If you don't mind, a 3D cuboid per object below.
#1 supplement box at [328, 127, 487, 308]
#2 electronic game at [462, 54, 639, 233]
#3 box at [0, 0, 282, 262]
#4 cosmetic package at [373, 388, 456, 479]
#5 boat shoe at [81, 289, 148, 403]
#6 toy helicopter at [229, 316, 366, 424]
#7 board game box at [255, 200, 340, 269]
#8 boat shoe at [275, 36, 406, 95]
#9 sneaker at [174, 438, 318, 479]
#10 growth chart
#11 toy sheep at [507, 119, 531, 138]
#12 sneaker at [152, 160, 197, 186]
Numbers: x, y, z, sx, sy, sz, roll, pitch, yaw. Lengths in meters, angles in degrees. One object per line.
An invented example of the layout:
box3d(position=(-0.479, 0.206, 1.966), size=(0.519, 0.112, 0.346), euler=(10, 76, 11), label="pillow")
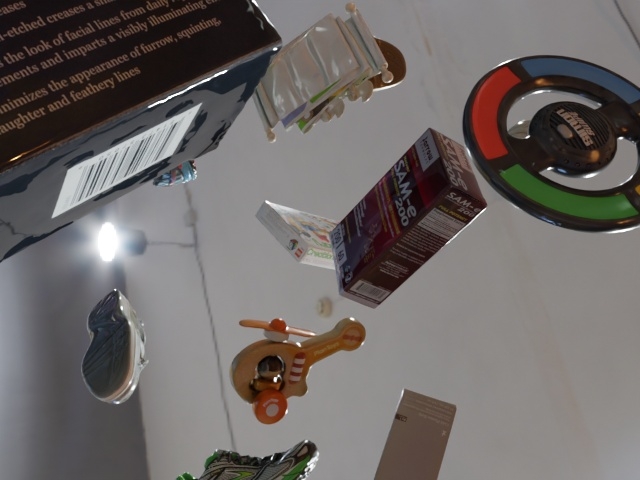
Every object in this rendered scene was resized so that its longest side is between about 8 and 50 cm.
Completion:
box3d(position=(0.114, -0.027, 1.011), size=(0.239, 0.073, 0.130), euler=(-47, -146, 31), label="supplement box")
box3d(position=(0.258, -0.105, 0.731), size=(0.048, 0.229, 0.229), euler=(101, -27, -57), label="electronic game")
box3d(position=(-0.285, -0.220, 0.619), size=(0.395, 0.293, 0.212), euler=(54, -34, 2), label="box")
box3d(position=(0.193, 0.450, 1.498), size=(0.107, 0.127, 0.238), euler=(96, 14, -49), label="cosmetic package")
box3d(position=(-0.372, 0.203, 1.340), size=(0.118, 0.103, 0.320), euler=(-43, -152, 0), label="boat shoe")
box3d(position=(-0.054, 0.265, 1.726), size=(0.140, 0.355, 0.235), euler=(31, -41, 62), label="toy helicopter")
box3d(position=(0.000, 0.000, 1.791), size=(0.193, 0.305, 0.053), euler=(45, -70, 35), label="board game box")
box3d(position=(0.020, -0.327, 1.383), size=(0.098, 0.302, 0.109), euler=(169, -90, -69), label="boat shoe")
box3d(position=(-0.163, 0.488, 1.472), size=(0.343, 0.134, 0.146), euler=(-26, -105, 9), label="sneaker")
box3d(position=(-0.012, -0.247, 1.078), size=(0.237, 0.021, 0.172), euler=(-25, -110, 26), label="growth chart")
box3d(position=(0.360, -0.164, 1.242), size=(0.091, 0.132, 0.091), euler=(13, -58, 22), label="toy sheep")
box3d(position=(-0.357, -0.222, 1.508), size=(0.104, 0.125, 0.262), euler=(-120, -171, -59), label="sneaker")
